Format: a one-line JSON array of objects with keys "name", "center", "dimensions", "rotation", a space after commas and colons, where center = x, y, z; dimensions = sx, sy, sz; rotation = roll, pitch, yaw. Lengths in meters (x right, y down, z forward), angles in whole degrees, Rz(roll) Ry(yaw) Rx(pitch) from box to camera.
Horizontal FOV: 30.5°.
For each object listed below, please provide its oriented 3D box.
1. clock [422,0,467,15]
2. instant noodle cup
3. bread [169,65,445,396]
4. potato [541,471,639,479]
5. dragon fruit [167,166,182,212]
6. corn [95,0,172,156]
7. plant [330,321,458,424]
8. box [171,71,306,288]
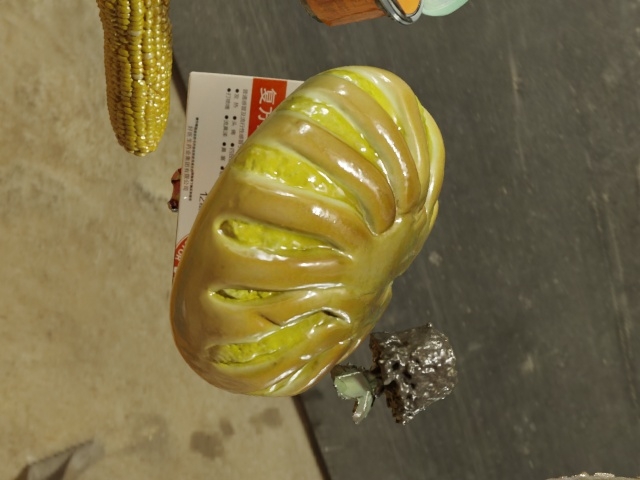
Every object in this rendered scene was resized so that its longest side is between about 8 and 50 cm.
[{"name": "clock", "center": [0.193, -0.424, 1.823], "dimensions": [0.159, 0.211, 0.066], "rotation": [-44, 72, 31]}, {"name": "instant noodle cup", "center": [0.039, -0.342, 1.461], "dimensions": [0.125, 0.208, 0.177], "rotation": [-11, 86, 27]}, {"name": "bread", "center": [0.000, 0.000, 1.083], "dimensions": [0.160, 0.333, 0.333], "rotation": [29, 114, 18]}, {"name": "potato", "center": [0.377, 0.372, 1.572], "dimensions": [0.243, 0.138, 0.098], "rotation": [3, 97, 5]}, {"name": "dragon fruit", "center": [-0.192, -0.084, 2.000], "dimensions": [0.136, 0.166, 0.133], "rotation": [-34, 82, 11]}, {"name": "corn", "center": [-0.255, -0.253, 1.632], "dimensions": [0.102, 0.102, 0.313], "rotation": [1, 135, -5]}, {"name": "plant", "center": [0.119, 0.222, 1.929], "dimensions": [0.203, 0.142, 0.131], "rotation": [-27, 125, -12]}, {"name": "box", "center": [-0.113, -0.082, 1.858], "dimensions": [0.214, 0.069, 0.353], "rotation": [7, 97, 15]}]
